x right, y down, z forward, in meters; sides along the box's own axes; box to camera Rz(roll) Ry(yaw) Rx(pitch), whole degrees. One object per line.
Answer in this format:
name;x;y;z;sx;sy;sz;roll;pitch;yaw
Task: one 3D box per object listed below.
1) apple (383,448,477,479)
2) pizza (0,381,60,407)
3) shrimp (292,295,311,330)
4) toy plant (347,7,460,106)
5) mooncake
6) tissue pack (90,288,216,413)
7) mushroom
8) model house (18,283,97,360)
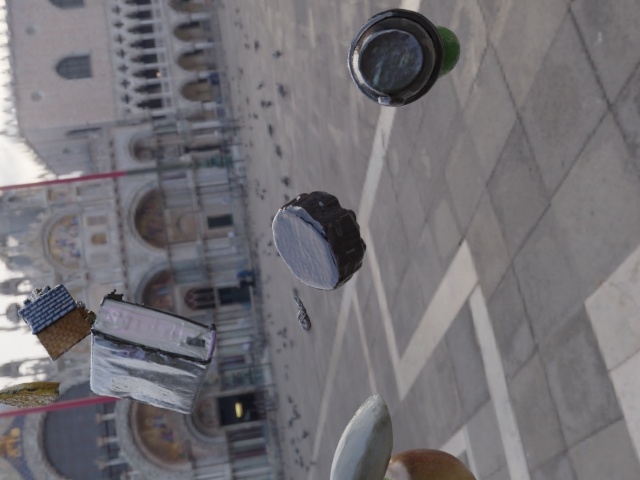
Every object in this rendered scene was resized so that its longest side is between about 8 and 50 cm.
apple;0.280;0.745;2.157;0.319;0.277;0.319;-27;51;40
pizza;-0.687;0.360;1.789;0.099;0.160;0.036;94;169;-58
shrimp;-0.042;0.177;1.815;0.038;0.029;0.092;62;-171;-64
toy plant;0.151;-0.343;1.421;0.235;0.217;0.176;-60;-35;-70
mooncake;0.000;0.000;2.102;0.283;0.141;0.283;32;138;34
tissue pack;-0.378;0.266;1.699;0.361;0.259;0.122;118;166;-55
mushroom;0.081;0.515;1.705;0.128;0.128;0.350;125;170;-80
model house;-0.734;0.197;2.090;0.183;0.166;0.172;21;146;58
